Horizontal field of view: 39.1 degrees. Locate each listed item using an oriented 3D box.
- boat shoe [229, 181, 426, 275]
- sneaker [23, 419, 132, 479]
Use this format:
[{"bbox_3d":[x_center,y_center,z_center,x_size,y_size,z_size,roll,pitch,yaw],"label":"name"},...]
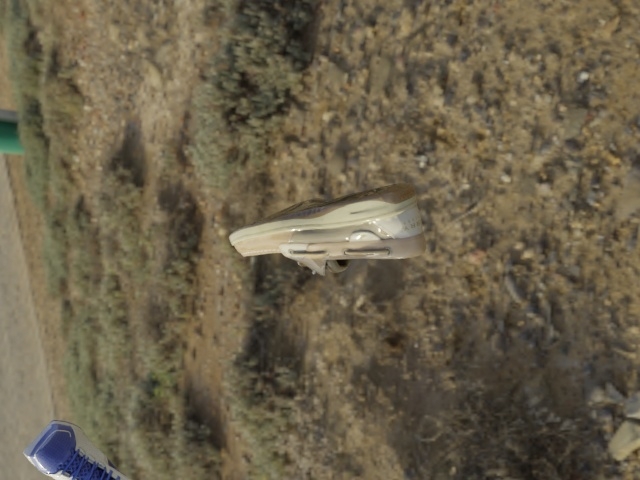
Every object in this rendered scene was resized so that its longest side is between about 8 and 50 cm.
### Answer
[{"bbox_3d":[0.000,0.000,1.323,0.341,0.122,0.110,-9,102,43],"label":"boat shoe"},{"bbox_3d":[-0.510,0.539,2.055,0.182,0.315,0.127,17,60,42],"label":"sneaker"}]
